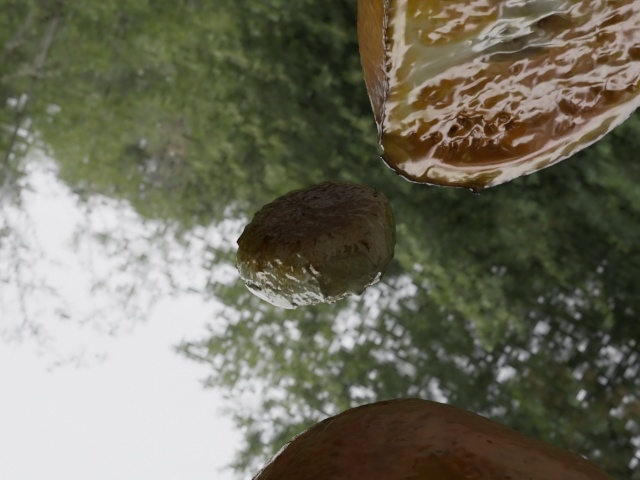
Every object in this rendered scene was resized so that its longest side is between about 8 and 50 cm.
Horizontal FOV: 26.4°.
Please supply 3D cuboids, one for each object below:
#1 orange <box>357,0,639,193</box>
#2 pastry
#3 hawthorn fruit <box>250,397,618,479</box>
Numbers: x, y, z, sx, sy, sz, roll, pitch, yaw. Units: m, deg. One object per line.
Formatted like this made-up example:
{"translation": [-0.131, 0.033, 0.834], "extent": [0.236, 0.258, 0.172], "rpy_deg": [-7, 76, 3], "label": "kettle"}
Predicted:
{"translation": [0.148, -0.168, 1.016], "extent": [0.274, 0.310, 0.274], "rpy_deg": [-14, -153, 7], "label": "orange"}
{"translation": [0.000, 0.000, 1.565], "extent": [0.182, 0.093, 0.192], "rpy_deg": [-5, -154, 23], "label": "pastry"}
{"translation": [0.051, 0.358, 1.066], "extent": [0.472, 0.471, 0.471], "rpy_deg": [21, -155, -10], "label": "hawthorn fruit"}
